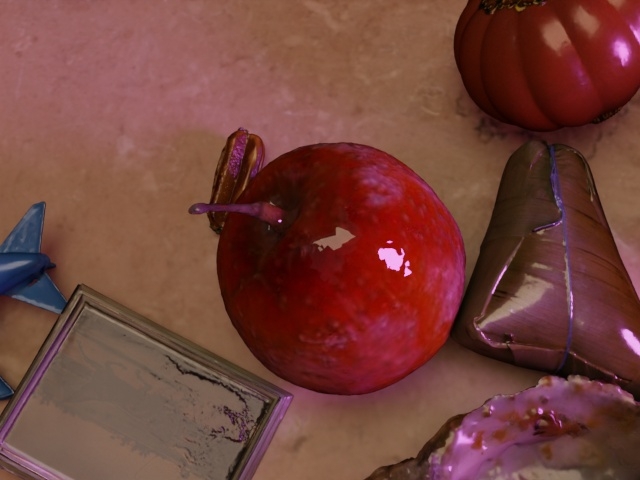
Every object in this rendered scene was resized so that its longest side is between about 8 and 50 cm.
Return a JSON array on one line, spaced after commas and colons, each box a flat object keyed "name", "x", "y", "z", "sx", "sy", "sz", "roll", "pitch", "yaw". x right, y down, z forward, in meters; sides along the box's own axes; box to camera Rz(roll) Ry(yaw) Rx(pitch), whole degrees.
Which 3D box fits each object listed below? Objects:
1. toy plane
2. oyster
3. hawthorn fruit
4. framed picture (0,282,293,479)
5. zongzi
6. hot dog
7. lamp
[{"name": "toy plane", "x": -0.401, "y": 0.055, "z": 1.014, "sx": 0.272, "sy": 0.105, "sz": 0.254, "roll": -16, "pitch": 83, "yaw": -3}, {"name": "oyster", "x": 0.225, "y": 0.228, "z": 0.866, "sx": 0.396, "sy": 0.111, "sz": 0.204, "roll": 21, "pitch": 69, "yaw": 9}, {"name": "hawthorn fruit", "x": 0.025, "y": 0.016, "z": 0.902, "sx": 0.231, "sy": 0.263, "sz": 0.235, "roll": 26, "pitch": 54, "yaw": 6}, {"name": "framed picture", "x": -0.181, "y": 0.181, "z": 0.961, "sx": 0.252, "sy": 0.014, "sz": 0.197, "roll": 26, "pitch": 75, "yaw": 6}, {"name": "zongzi", "x": 0.274, "y": 0.034, "z": 0.933, "sx": 0.256, "sy": 0.115, "sz": 0.228, "roll": 18, "pitch": 71, "yaw": 6}, {"name": "hot dog", "x": -0.092, "y": -0.063, "z": 1.053, "sx": 0.049, "sy": 0.037, "sz": 0.122, "roll": 17, "pitch": 78, "yaw": 1}, {"name": "lamp", "x": 0.243, "y": -0.208, "z": 0.979, "sx": 0.223, "sy": 0.196, "sz": 0.223, "roll": -25, "pitch": 33, "yaw": 18}]
